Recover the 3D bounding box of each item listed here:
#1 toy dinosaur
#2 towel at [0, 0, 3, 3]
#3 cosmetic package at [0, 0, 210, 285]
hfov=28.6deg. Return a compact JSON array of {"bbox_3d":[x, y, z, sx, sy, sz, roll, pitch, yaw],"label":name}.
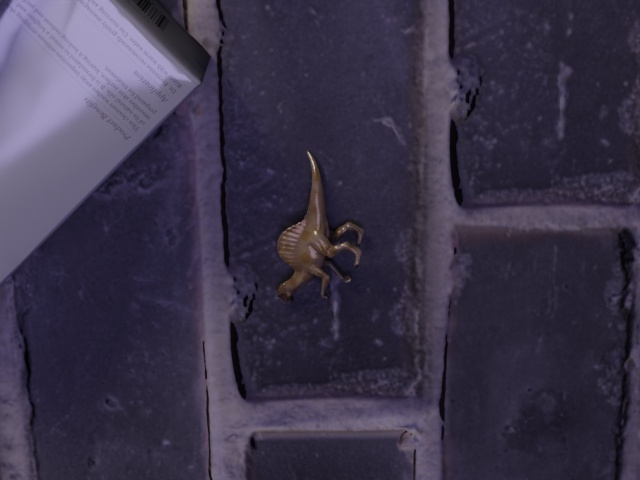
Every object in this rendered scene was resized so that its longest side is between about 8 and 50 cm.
[{"bbox_3d":[0.000,0.000,1.399,0.093,0.053,0.183,13,108,-4],"label":"toy dinosaur"},{"bbox_3d":[-0.399,-0.254,1.217,0.237,0.037,0.329,41,97,30],"label":"towel"},{"bbox_3d":[-0.321,-0.118,1.301,0.385,0.156,0.217,-41,105,13],"label":"cosmetic package"}]
